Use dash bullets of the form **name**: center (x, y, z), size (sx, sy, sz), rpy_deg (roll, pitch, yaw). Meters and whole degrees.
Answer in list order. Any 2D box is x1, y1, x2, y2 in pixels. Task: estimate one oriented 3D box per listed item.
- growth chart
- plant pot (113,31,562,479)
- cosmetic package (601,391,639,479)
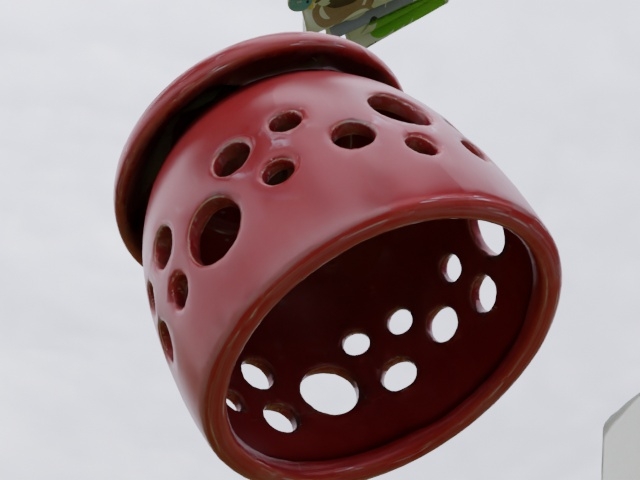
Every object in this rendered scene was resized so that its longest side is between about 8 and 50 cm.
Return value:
- **growth chart**: center (0.042, -0.241, 1.336), size (0.172, 0.021, 0.237), rpy_deg (-33, -28, -5)
- **plant pot**: center (0.000, 0.000, 0.778), size (0.191, 0.174, 0.191), rpy_deg (-17, -42, -16)
- **cosmetic package**: center (0.147, 0.168, 0.315), size (0.160, 0.309, 0.113), rpy_deg (23, -41, -15)
